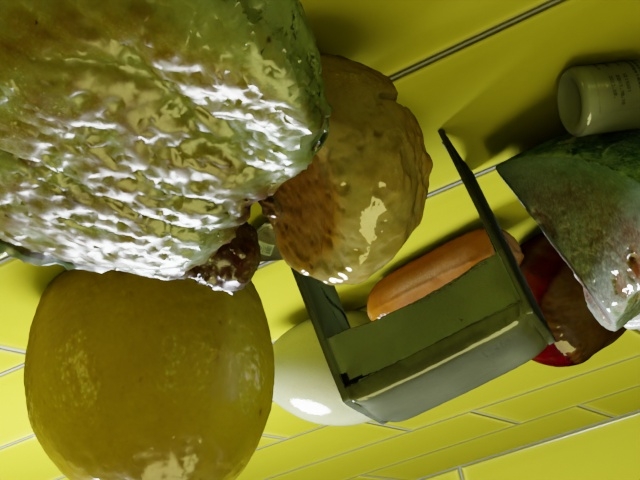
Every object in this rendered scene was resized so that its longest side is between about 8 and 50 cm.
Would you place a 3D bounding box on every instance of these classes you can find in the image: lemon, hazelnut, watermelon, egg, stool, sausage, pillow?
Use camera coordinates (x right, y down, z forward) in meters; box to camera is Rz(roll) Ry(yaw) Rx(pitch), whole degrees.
[{"bbox_3d":[-0.226,0.207,1.629,0.364,0.364,0.364,-11,159,-4],"label":"lemon"},{"bbox_3d":[0.371,0.080,1.861,0.229,0.229,0.229,-11,159,-4],"label":"hazelnut"},{"bbox_3d":[0.370,-0.014,1.459,0.228,0.258,0.387,-10,-165,-26],"label":"watermelon"},{"bbox_3d":[0.027,0.210,1.987,0.253,0.188,0.188,-6,160,8],"label":"egg"},{"bbox_3d":[0.114,0.052,1.484,0.243,0.270,0.170,-28,156,10],"label":"stool"},{"bbox_3d":[0.185,0.061,1.825,0.105,0.105,0.274,9,150,-44],"label":"sausage"},{"bbox_3d":[0.000,-0.001,1.652,0.217,0.033,0.130,-3,155,-24],"label":"pillow"}]

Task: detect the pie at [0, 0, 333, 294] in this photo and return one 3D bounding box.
[{"bbox_3d":[-0.193,-0.120,1.036,0.395,0.180,0.418,11,150,-7],"label":"pie"}]

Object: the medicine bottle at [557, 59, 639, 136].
[{"bbox_3d":[0.342,-0.164,1.375,0.130,0.080,0.080,-8,158,-14],"label":"medicine bottle"}]

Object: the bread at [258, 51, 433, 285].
[{"bbox_3d":[0.015,-0.078,1.209,0.134,0.244,0.244,-27,167,-27],"label":"bread"}]

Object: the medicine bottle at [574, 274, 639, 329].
[{"bbox_3d":[0.468,0.016,1.747,0.132,0.188,0.088,43,154,-11],"label":"medicine bottle"}]
